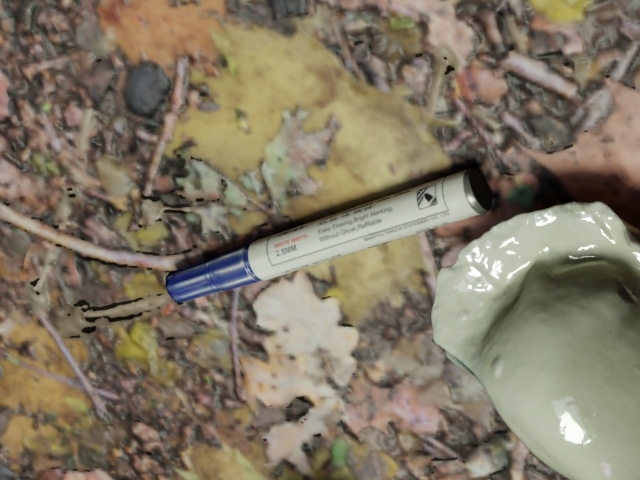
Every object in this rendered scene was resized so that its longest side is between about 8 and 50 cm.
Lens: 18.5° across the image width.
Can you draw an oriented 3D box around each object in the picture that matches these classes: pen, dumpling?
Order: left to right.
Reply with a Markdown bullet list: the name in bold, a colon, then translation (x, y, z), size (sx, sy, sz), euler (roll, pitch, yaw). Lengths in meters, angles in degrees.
- **pen**: translation (0.000, 0.000, 1.044), size (0.204, 0.025, 0.025), euler (-17, 108, 32)
- **dumpling**: translation (0.146, 0.055, 0.964), size (0.188, 0.108, 0.127), euler (41, 101, 16)
